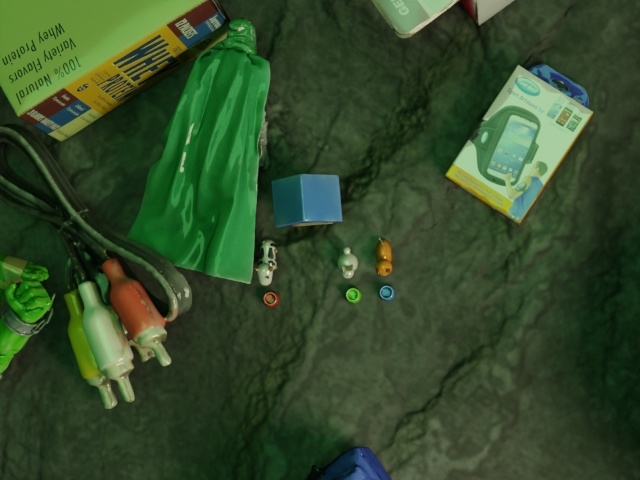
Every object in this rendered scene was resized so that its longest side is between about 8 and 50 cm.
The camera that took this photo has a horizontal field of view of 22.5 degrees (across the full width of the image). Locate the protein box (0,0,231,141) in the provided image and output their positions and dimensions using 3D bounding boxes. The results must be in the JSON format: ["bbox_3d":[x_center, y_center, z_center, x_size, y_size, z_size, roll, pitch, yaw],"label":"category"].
[{"bbox_3d":[-0.218,-0.233,1.452,0.199,0.136,0.201,-31,81,3],"label":"protein box"}]

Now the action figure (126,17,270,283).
[{"bbox_3d":[-0.092,-0.087,1.453,0.137,0.063,0.232,13,92,21],"label":"action figure"}]

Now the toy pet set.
[{"bbox_3d":[0.000,0.000,1.437,0.122,0.065,0.114,-5,84,7],"label":"toy pet set"}]

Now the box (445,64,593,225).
[{"bbox_3d":[0.182,-0.091,1.441,0.081,0.028,0.136,33,92,9],"label":"box"}]

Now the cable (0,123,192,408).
[{"bbox_3d":[-0.219,0.006,1.449,0.139,0.072,0.287,-37,85,37],"label":"cable"}]

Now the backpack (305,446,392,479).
[{"bbox_3d":[0.008,0.244,1.398,0.120,0.101,0.098,-35,75,7],"label":"backpack"}]

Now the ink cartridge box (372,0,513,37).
[{"bbox_3d":[0.101,-0.361,1.424,0.272,0.130,0.309,-35,81,5],"label":"ink cartridge box"}]

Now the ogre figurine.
[{"bbox_3d":[-0.323,0.055,1.455,0.197,0.097,0.118,26,102,18],"label":"ogre figurine"}]
